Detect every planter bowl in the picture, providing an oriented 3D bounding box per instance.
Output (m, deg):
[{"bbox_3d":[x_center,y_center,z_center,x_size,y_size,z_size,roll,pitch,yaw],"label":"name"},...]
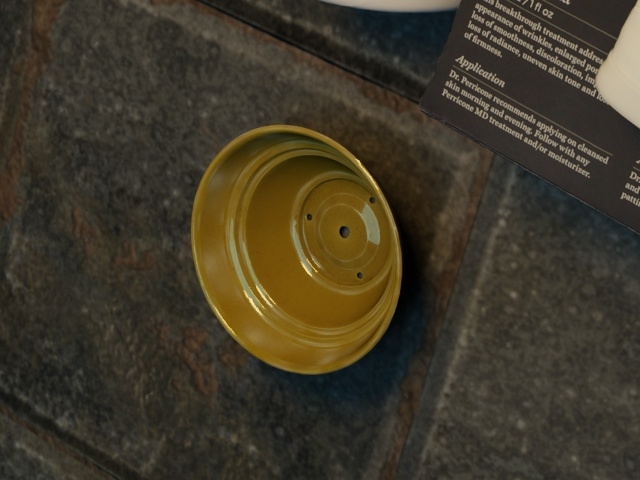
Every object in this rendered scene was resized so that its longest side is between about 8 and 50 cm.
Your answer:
[{"bbox_3d":[0.000,0.000,1.683,0.217,0.090,0.217,10,108,32],"label":"planter bowl"}]

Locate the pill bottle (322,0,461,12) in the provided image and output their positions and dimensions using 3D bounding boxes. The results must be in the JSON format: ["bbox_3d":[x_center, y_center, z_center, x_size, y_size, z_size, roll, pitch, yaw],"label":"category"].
[{"bbox_3d":[0.065,-0.323,1.521,0.152,0.152,0.272,13,108,31],"label":"pill bottle"}]

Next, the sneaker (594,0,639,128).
[{"bbox_3d":[0.320,-0.098,1.210,0.292,0.108,0.169,36,122,23],"label":"sneaker"}]

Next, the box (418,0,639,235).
[{"bbox_3d":[0.295,-0.166,1.386,0.343,0.179,0.312,32,119,24],"label":"box"}]
